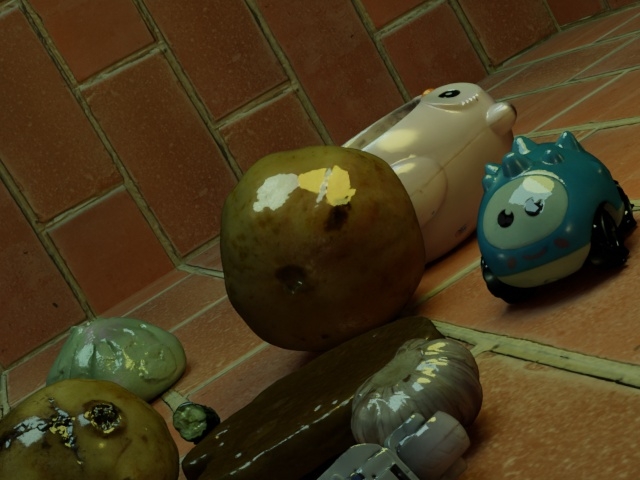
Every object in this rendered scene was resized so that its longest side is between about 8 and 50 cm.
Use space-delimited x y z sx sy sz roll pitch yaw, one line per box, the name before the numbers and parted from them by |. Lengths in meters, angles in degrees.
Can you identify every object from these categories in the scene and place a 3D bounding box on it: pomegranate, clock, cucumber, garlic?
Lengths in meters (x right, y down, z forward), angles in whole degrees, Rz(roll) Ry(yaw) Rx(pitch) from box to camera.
pomegranate | -0.302 0.295 1.329 0.260 0.260 0.260 -29 10 5
clock | 0.182 -0.110 1.922 0.376 0.250 0.368 -36 9 1
cucumber | -0.169 0.255 1.492 0.058 0.058 0.187 -31 -10 -9
garlic | 0.104 0.173 1.128 0.147 0.102 0.159 -25 17 35
pomegranate | 0.000 0.000 1.657 0.342 0.342 0.342 -29 10 5

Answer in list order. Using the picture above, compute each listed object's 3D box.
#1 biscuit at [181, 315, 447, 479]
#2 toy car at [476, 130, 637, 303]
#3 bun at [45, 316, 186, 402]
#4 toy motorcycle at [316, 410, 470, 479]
biscuit | -0.013 0.215 1.315 0.359 0.074 0.381 -29 8 43
toy car | 0.298 -0.045 1.426 0.188 0.190 0.255 -23 14 31
bun | -0.414 0.237 2.078 0.293 0.187 0.293 -26 11 6
toy motorcycle | 0.041 0.252 0.979 0.254 0.112 0.112 -38 12 -32
